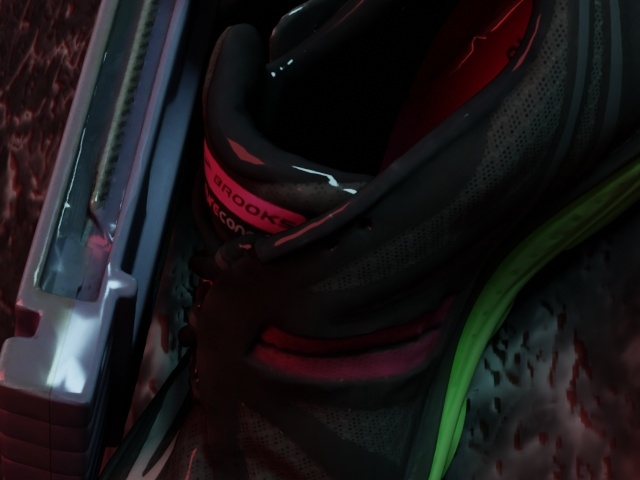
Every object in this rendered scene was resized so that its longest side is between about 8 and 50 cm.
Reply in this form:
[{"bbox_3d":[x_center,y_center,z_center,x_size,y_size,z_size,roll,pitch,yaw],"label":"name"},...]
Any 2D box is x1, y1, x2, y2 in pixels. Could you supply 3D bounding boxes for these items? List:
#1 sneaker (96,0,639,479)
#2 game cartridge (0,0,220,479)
[{"bbox_3d":[0.000,0.000,0.831,0.482,0.202,0.185,-57,39,16],"label":"sneaker"},{"bbox_3d":[-0.103,-0.039,0.972,0.230,0.068,0.355,98,-177,-64],"label":"game cartridge"}]
